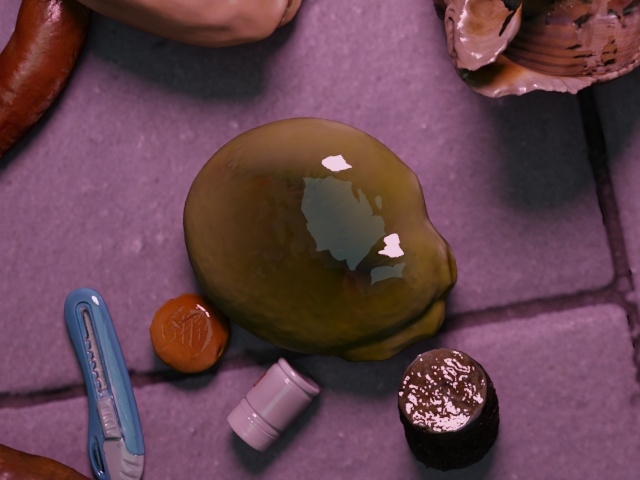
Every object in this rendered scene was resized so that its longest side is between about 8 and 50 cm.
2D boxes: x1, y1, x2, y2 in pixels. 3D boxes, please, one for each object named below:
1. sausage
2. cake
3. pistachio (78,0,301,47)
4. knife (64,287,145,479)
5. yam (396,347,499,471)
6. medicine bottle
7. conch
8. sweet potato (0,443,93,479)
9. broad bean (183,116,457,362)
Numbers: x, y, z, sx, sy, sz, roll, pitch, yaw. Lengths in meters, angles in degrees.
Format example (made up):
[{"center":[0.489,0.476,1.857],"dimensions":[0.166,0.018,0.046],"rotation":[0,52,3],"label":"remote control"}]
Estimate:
[{"center":[-0.341,-0.154,1.486],"dimensions":[0.103,0.076,0.302],"rotation":[45,96,6],"label":"sausage"},{"center":[-0.135,0.097,1.469],"dimensions":[0.084,0.044,0.084],"rotation":[0,88,10],"label":"cake"},{"center":[-0.158,-0.303,1.405],"dimensions":[0.299,0.187,0.187],"rotation":[23,93,3],"label":"pistachio"},{"center":[-0.232,0.159,1.489],"dimensions":[0.064,0.031,0.222],"rotation":[-14,87,12],"label":"knife"},{"center":[0.125,0.163,1.373],"dimensions":[0.107,0.183,0.107],"rotation":[-2,73,8],"label":"yam"},{"center":[-0.048,0.168,1.448],"dimensions":[0.057,0.057,0.089],"rotation":[42,95,7],"label":"medicine bottle"},{"center":[0.208,-0.244,1.347],"dimensions":[0.263,0.186,0.324],"rotation":[24,68,0],"label":"conch"},{"center":[-0.349,0.281,1.456],"dimensions":[0.369,0.158,0.158],"rotation":[14,92,2],"label":"sweet potato"},{"center":[0.000,0.000,1.413],"dimensions":[0.291,0.119,0.238],"rotation":[23,102,11],"label":"broad bean"}]
